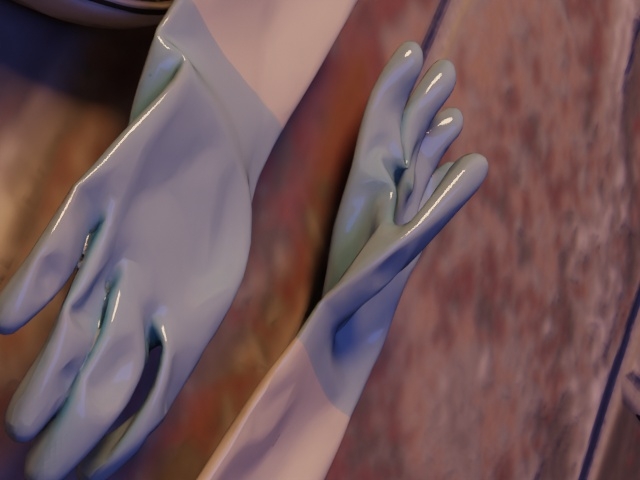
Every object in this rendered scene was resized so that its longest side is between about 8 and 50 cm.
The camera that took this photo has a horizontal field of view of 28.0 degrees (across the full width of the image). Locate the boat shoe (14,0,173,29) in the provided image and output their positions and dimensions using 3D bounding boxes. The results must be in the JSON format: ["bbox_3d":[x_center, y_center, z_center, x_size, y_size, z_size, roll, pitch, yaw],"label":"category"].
[{"bbox_3d":[-0.088,-0.127,0.318,0.219,0.070,0.077,38,64,-43],"label":"boat shoe"}]

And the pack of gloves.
[{"bbox_3d":[0.000,0.000,0.411,0.232,0.046,0.195,-66,148,-24],"label":"pack of gloves"}]
